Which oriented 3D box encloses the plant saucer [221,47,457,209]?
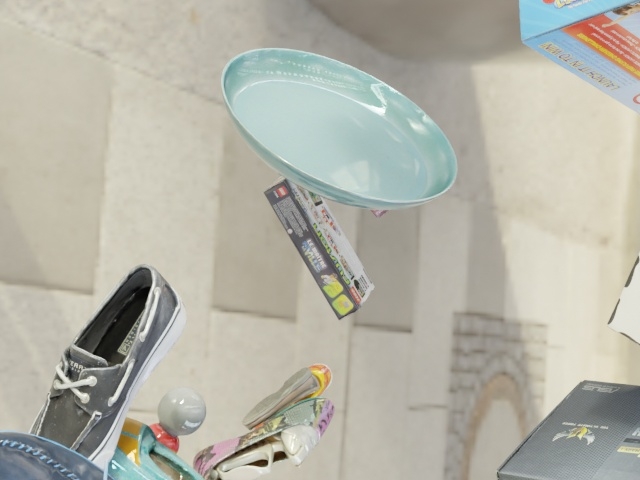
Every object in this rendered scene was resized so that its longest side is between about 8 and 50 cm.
[{"bbox_3d":[0.019,-0.134,1.742,0.317,0.317,0.044,-44,164,-57],"label":"plant saucer"}]

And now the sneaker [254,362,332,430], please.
[{"bbox_3d":[-0.053,0.261,2.219,0.175,0.064,0.067,-52,169,15],"label":"sneaker"}]

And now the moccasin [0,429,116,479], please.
[{"bbox_3d":[-0.191,0.303,1.293,0.138,0.342,0.117,-49,-171,-2],"label":"moccasin"}]

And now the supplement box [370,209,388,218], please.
[{"bbox_3d":[0.076,-0.084,2.110,0.083,0.043,0.055,49,13,-17],"label":"supplement box"}]

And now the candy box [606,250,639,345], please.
[{"bbox_3d":[0.366,0.029,1.220,0.070,0.165,0.196,0,118,-47],"label":"candy box"}]

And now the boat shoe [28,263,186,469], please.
[{"bbox_3d":[-0.262,0.161,1.609,0.301,0.108,0.102,-56,149,-21],"label":"boat shoe"}]

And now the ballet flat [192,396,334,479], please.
[{"bbox_3d":[-0.072,0.296,1.974,0.079,0.221,0.077,-124,-166,-56],"label":"ballet flat"}]

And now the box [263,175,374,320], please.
[{"bbox_3d":[0.000,0.000,1.943,0.207,0.036,0.114,60,19,-6],"label":"box"}]

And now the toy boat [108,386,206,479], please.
[{"bbox_3d":[-0.221,0.279,1.791,0.148,0.267,0.318,-54,-178,7],"label":"toy boat"}]

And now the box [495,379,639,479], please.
[{"bbox_3d":[0.309,0.205,1.305,0.183,0.232,0.059,-36,118,-44],"label":"box"}]

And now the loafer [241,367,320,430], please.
[{"bbox_3d":[-0.055,0.236,2.013,0.125,0.045,0.039,-39,106,-8],"label":"loafer"}]

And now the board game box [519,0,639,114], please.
[{"bbox_3d":[0.450,-0.274,1.704,0.308,0.302,0.086,20,63,-47],"label":"board game box"}]
